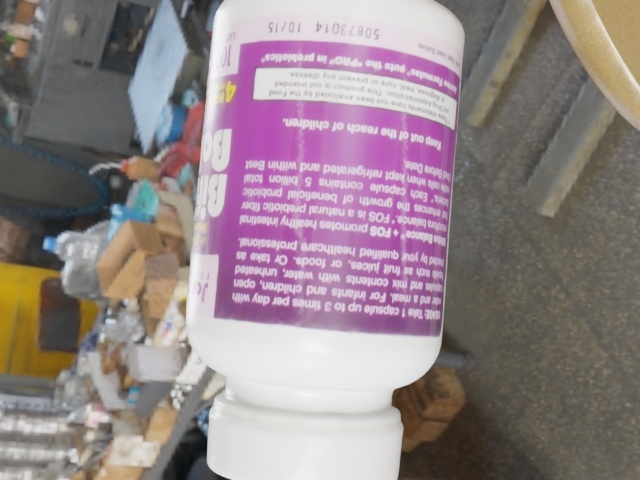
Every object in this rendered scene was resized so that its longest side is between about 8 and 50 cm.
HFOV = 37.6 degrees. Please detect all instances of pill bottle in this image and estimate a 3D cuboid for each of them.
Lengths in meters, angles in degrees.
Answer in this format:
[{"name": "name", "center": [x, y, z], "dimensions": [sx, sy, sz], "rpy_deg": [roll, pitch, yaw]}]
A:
[{"name": "pill bottle", "center": [0.000, 0.000, 0.612], "dimensions": [0.169, 0.169, 0.301], "rpy_deg": [-1, 84, 62]}]

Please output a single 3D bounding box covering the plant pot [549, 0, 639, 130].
[{"name": "plant pot", "center": [0.190, -0.156, 0.575], "dimensions": [0.032, 0.236, 0.236], "rpy_deg": [-24, 58, 39]}]
